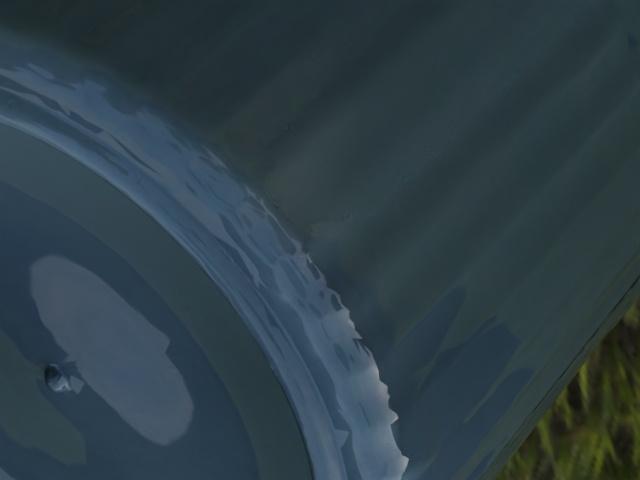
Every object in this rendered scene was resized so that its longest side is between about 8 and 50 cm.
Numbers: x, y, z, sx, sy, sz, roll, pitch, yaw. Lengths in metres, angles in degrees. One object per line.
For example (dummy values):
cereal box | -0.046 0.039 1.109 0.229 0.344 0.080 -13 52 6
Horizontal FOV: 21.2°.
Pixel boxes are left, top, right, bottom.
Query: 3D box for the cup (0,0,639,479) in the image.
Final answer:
cup | -0.015 -0.014 0.631 0.257 0.311 0.331 38 136 8
